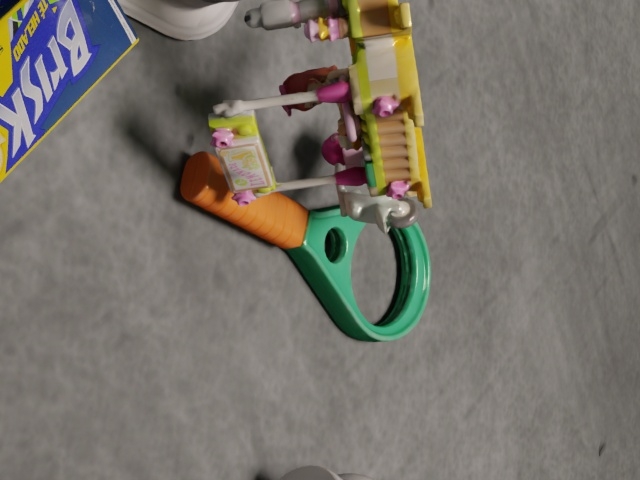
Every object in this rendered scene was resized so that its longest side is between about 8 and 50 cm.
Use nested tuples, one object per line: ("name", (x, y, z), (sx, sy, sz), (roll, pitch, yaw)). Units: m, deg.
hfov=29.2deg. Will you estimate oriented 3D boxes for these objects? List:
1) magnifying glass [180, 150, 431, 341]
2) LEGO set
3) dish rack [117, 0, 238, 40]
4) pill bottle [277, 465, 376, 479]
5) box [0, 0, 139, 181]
("magnifying glass", (0.000, 0.000, 0.751), (0.231, 0.026, 0.092), (27, 69, -47))
("LEGO set", (-0.009, -0.112, 0.620), (0.132, 0.107, 0.287), (-92, 173, -51))
("dish rack", (-0.091, -0.295, 0.605), (0.285, 0.072, 0.333), (23, 71, -48))
("pill bottle", (0.029, 0.192, 0.738), (0.152, 0.086, 0.086), (42, 58, -42))
("box", (-0.155, -0.059, 0.530), (0.169, 0.059, 0.054), (-55, 132, -35))
